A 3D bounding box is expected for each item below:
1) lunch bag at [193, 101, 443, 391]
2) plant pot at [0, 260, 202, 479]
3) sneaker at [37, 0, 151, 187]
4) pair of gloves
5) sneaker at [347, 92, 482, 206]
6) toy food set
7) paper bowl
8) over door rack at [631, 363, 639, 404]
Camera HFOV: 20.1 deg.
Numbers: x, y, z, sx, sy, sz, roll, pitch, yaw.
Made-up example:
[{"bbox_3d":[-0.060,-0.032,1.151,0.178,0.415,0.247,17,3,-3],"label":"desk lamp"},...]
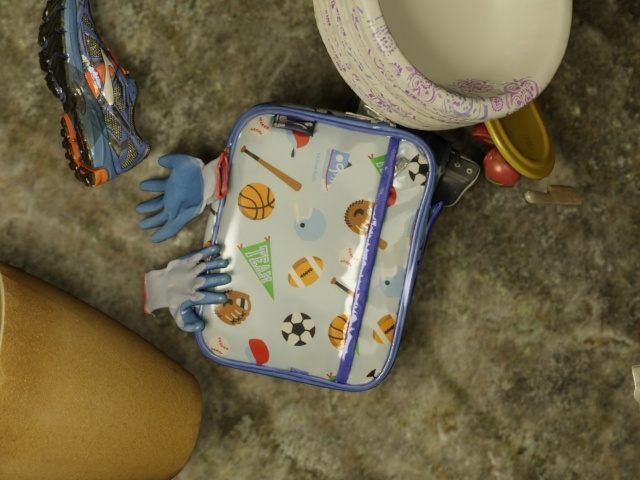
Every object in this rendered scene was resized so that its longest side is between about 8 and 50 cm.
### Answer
[{"bbox_3d":[0.000,0.000,1.923,0.243,0.115,0.303,13,95,-2],"label":"lunch bag"},{"bbox_3d":[-0.257,0.163,1.823,0.254,0.237,0.237,19,79,-28],"label":"plant pot"},{"bbox_3d":[-0.241,-0.170,1.932,0.087,0.083,0.221,-14,94,-30],"label":"sneaker"},{"bbox_3d":[-0.145,0.001,1.892,0.023,0.159,0.198,8,76,-37],"label":"pair of gloves"},{"bbox_3d":[0.114,-0.137,2.016,0.163,0.086,0.226,19,88,-4],"label":"sneaker"},{"bbox_3d":[0.199,-0.121,2.049,0.128,0.071,0.218,-11,75,-55],"label":"toy food set"},{"bbox_3d":[0.115,-0.256,1.899,0.284,0.148,0.284,4,83,-33],"label":"paper bowl"},{"bbox_3d":[0.458,0.269,2.062,0.239,0.108,0.324,-6,107,-17],"label":"over door rack"}]
